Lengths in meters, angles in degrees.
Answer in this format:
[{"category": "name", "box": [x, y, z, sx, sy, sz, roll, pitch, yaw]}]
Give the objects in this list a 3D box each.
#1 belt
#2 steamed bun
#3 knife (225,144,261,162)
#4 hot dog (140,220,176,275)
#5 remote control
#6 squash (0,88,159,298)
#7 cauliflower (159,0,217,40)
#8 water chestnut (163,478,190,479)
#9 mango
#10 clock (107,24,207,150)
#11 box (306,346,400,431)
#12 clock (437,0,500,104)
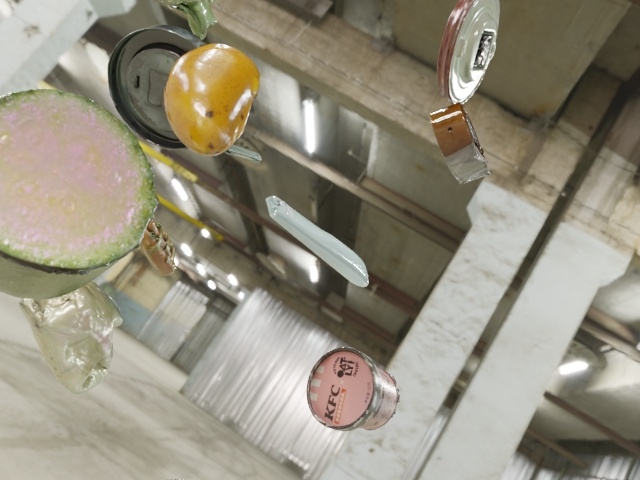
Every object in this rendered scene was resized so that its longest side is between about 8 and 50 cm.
[{"category": "belt", "box": [0.382, -0.260, 1.667, 0.105, 0.184, 0.261, -20, -37, 17]}, {"category": "steamed bun", "box": [-0.607, 0.224, 1.553, 0.268, 0.207, 0.280, 11, -58, 53]}, {"category": "knife", "box": [-0.231, -0.256, 1.808, 0.044, 0.023, 0.162, 50, 21, 27]}, {"category": "hot dog", "box": [-0.470, 0.012, 1.755, 0.072, 0.109, 0.270, -11, -30, -2]}, {"category": "remote control", "box": [-0.001, 0.001, 1.377, 0.293, 0.051, 0.103, 37, 14, -25]}, {"category": "squash", "box": [-0.471, -0.047, 1.030, 0.310, 0.310, 0.309, 38, -36, -17]}, {"category": "cauliflower", "box": [-0.356, -0.747, 1.754, 0.281, 0.260, 0.327, 38, 31, -52]}, {"category": "water chestnut", "box": [-0.254, 0.518, 0.885, 0.302, 0.351, 0.350, 4, -24, 15]}, {"category": "mango", "box": [-0.235, -0.300, 1.297, 0.190, 0.290, 0.160, 13, -37, -12]}, {"category": "clock", "box": [-0.377, -0.378, 1.527, 0.312, 0.061, 0.313, 8, -57, 12]}, {"category": "box", "box": [0.071, 0.295, 1.178, 0.151, 0.151, 0.135, 19, -9, 42]}, {"category": "clock", "box": [0.418, -0.526, 1.670, 0.080, 0.319, 0.318, 23, -18, 28]}]
